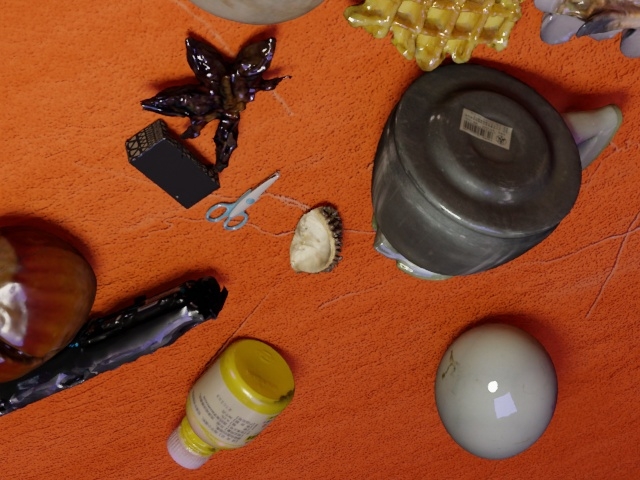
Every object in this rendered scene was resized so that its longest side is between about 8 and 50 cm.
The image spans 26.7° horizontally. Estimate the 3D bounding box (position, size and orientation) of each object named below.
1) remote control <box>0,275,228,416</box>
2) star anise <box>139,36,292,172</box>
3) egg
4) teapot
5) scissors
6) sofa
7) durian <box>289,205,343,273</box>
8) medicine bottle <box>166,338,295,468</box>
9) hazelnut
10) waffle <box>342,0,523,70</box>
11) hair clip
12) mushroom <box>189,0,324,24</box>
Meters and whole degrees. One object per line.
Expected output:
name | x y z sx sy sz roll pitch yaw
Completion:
remote control | -0.314 0.147 1.801 0.398 0.144 0.062 -24 103 13
star anise | -0.127 -0.171 1.563 0.157 0.054 0.212 16 132 -32
egg | 0.261 0.231 2.023 0.182 0.183 0.264 -11 145 -5
teapot | 0.186 -0.087 1.676 0.239 0.322 0.239 38 145 2
scissors | -0.094 -0.052 1.732 0.058 0.014 0.119 25 128 -37
sofa | -0.178 -0.092 1.646 0.060 0.039 0.118 -30 137 19
durian | -0.002 0.007 1.797 0.066 0.052 0.130 4 136 -17
medicine bottle | -0.141 0.249 1.968 0.121 0.122 0.212 19 128 -33
hazelnut | -0.380 0.086 1.679 0.212 0.181 0.181 -41 114 13
waffle | 0.128 -0.284 1.512 0.229 0.057 0.219 5 135 -20
hair clip | 0.369 -0.271 1.594 0.257 0.075 0.146 -1 139 -25
mushroom | -0.067 -0.325 1.327 0.226 0.178 0.226 23 141 20
